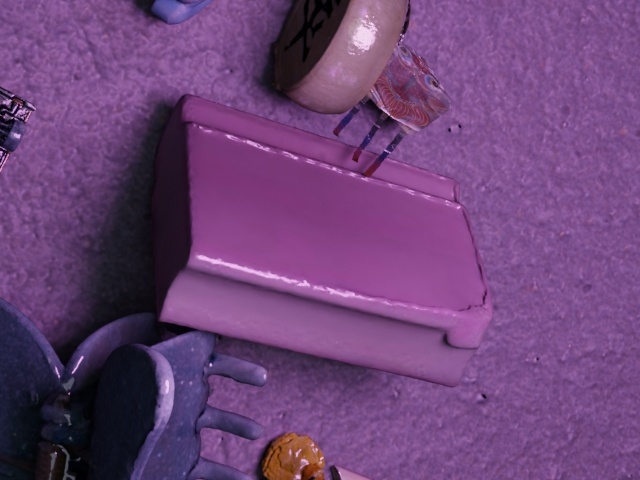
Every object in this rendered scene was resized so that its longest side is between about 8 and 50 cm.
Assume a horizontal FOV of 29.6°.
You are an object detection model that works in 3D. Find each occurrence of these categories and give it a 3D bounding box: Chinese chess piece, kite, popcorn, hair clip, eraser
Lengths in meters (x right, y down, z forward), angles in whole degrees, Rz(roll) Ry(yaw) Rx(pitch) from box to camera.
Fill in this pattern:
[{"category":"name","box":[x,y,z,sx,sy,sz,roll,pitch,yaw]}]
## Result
[{"category":"Chinese chess piece","box":[0.020,-0.236,1.370,0.083,0.188,0.188,23,86,-23]},{"category":"kite","box":[0.077,-0.160,1.436,0.127,0.016,0.229,46,45,-6]},{"category":"popcorn","box":[-0.026,0.277,1.452,0.084,0.084,0.084,-2,95,-22]},{"category":"hair clip","box":[-0.209,0.230,1.274,0.238,0.392,0.318,3,95,-46]},{"category":"hair clip","box":[0.096,0.353,1.531,0.072,0.034,0.226,-40,106,-18]},{"category":"eraser","box":[0.000,0.000,1.344,0.359,0.272,0.122,15,128,-21]}]

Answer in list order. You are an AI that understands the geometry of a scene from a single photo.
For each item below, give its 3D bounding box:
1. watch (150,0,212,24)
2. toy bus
[{"category":"watch","box":[-0.155,-0.366,1.310,0.211,0.211,0.193,-42,90,-13]},{"category":"toy bus","box":[-0.383,-0.077,1.267,0.091,0.103,0.182,28,78,-22]}]
